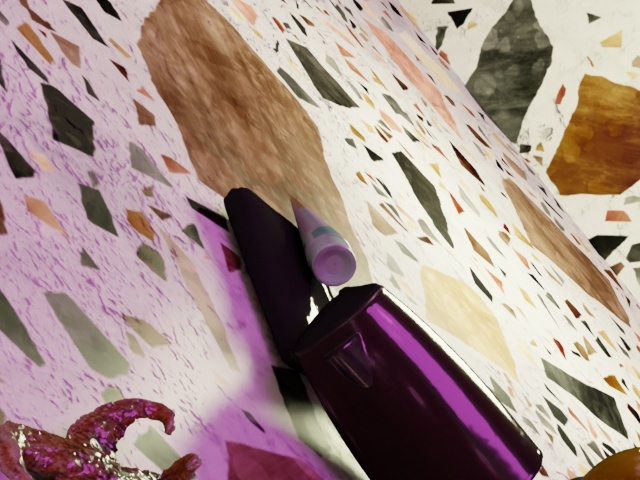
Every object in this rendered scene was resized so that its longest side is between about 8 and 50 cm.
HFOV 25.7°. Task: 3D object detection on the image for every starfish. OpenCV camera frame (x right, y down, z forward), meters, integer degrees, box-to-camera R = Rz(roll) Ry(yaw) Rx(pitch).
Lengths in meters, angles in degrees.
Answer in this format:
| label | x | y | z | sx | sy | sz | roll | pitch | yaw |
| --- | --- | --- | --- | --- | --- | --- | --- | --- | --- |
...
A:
| label | x | y | z | sx | sy | sz | roll | pitch | yaw |
| --- | --- | --- | --- | --- | --- | --- | --- | --- | --- |
| starfish | -0.150 | 0.168 | 0.927 | 0.150 | 0.053 | 0.209 | 35 | 23 | -2 |

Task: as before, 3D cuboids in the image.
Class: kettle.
| label | x | y | z | sx | sy | sz | roll | pitch | yaw |
| --- | --- | --- | --- | --- | --- | --- | --- | --- | --- |
| kettle | 0.086 | 0.144 | 1.319 | 0.232 | 0.144 | 0.202 | 53 | 19 | -4 |

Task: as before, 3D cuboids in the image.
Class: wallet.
| label | x | y | z | sx | sy | sz | roll | pitch | yaw |
| --- | --- | --- | --- | --- | --- | --- | --- | --- | --- |
| wallet | -0.022 | 0.053 | 1.454 | 0.149 | 0.044 | 0.250 | 38 | 20 | -42 |

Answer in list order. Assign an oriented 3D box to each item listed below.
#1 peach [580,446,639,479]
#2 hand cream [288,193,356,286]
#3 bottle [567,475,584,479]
| label | x | y | z | sx | sy | sz | roll | pitch | yaw |
| --- | --- | --- | --- | --- | --- | --- | --- | --- | --- |
| peach | 0.280 | 0.258 | 1.027 | 0.251 | 0.153 | 0.251 | 39 | 18 | -16 |
| hand cream | 0.000 | 0.000 | 1.502 | 0.076 | 0.047 | 0.174 | 52 | 3 | -18 |
| bottle | 0.372 | 0.394 | 1.534 | 0.336 | 0.144 | 0.144 | 43 | 18 | -13 |
